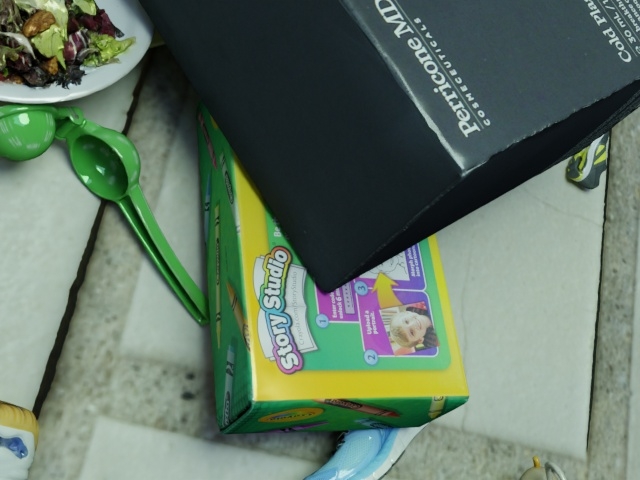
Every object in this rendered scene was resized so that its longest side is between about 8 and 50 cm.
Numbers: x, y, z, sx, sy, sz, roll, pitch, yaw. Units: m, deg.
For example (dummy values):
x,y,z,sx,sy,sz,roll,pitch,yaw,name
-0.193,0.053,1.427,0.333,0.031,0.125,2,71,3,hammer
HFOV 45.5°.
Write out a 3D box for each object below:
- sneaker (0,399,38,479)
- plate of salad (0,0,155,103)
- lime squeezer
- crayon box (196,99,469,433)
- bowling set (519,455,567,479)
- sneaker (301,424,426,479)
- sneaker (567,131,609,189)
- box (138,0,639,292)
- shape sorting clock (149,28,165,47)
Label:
x,y,z,sx,sy,sz,roll,pitch,yaw,name
-0.305,0.124,0.404,0.296,0.111,0.131,24,73,-32,sneaker
-0.213,-0.184,0.534,0.199,0.048,0.200,11,59,-20,plate of salad
-0.196,-0.047,0.541,0.310,0.058,0.110,31,68,-35,lime squeezer
0.000,0.000,0.588,0.165,0.081,0.279,4,63,-24,crayon box
0.155,0.330,0.589,0.199,0.154,0.287,-15,84,-9,bowling set
0.034,0.147,0.615,0.073,0.063,0.162,48,53,5,sneaker
0.287,-0.090,0.808,0.035,0.031,0.083,40,67,-25,sneaker
0.060,-0.195,0.556,0.312,0.179,0.343,-26,79,-34,box
-0.168,-0.255,0.629,0.206,0.040,0.206,2,83,-19,shape sorting clock
